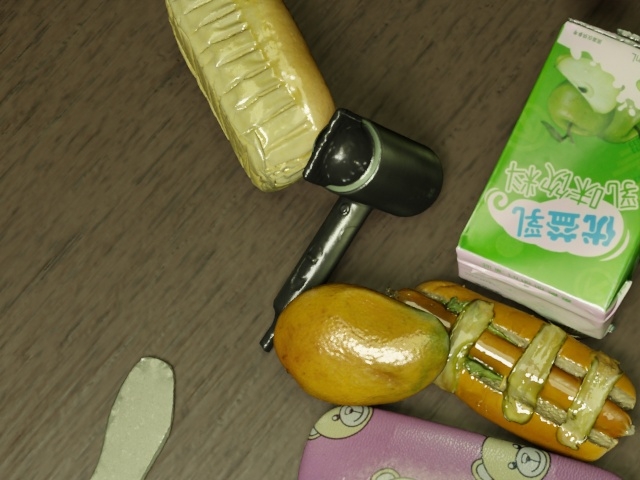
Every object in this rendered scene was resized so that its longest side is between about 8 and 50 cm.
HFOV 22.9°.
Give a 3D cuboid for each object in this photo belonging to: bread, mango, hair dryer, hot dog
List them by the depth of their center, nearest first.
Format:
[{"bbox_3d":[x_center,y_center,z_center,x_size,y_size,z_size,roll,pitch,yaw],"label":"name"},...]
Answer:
[{"bbox_3d":[0.036,0.100,1.462,0.165,0.089,0.115,19,106,13],"label":"mango"},{"bbox_3d":[0.000,0.000,1.490,0.078,0.195,0.248,34,99,27],"label":"hair dryer"},{"bbox_3d":[0.177,0.117,1.494,0.269,0.072,0.109,29,75,8],"label":"hot dog"},{"bbox_3d":[-0.063,-0.164,1.541,0.106,0.140,0.236,-26,78,-9],"label":"bread"}]

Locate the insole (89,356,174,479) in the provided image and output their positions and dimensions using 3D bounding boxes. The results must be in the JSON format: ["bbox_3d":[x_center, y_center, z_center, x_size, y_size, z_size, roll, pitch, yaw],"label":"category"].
[{"bbox_3d":[-0.185,0.203,1.509,0.063,0.010,0.192,19,77,7],"label":"insole"}]

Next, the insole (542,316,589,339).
[{"bbox_3d":[0.297,-0.014,1.560,0.086,0.005,0.253,28,77,9],"label":"insole"}]

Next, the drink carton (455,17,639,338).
[{"bbox_3d":[0.257,-0.060,1.517,0.161,0.108,0.271,24,77,14],"label":"drink carton"}]

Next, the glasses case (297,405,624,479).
[{"bbox_3d":[0.135,0.240,1.456,0.316,0.076,0.123,14,71,7],"label":"glasses case"}]
